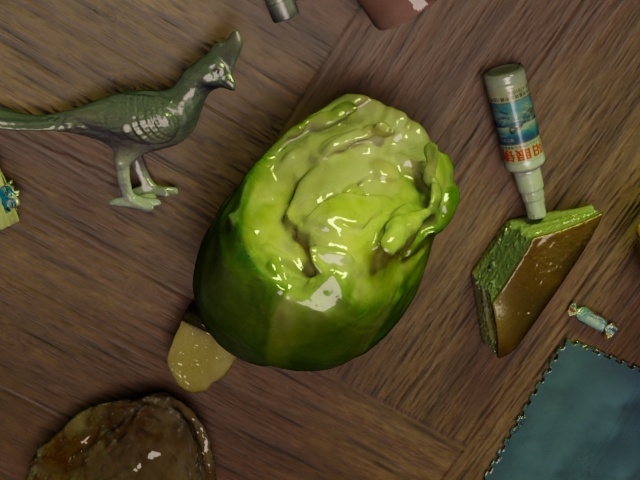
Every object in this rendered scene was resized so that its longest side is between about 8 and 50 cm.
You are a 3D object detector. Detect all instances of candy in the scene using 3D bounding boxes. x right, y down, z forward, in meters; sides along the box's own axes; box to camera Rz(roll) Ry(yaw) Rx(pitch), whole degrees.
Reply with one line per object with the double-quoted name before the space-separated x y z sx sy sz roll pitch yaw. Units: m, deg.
"candy" 0.393 0.118 1.950 0.083 0.020 0.030 26 103 -14

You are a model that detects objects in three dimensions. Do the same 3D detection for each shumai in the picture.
"shumai" -0.271 0.378 1.842 0.267 0.262 0.314 29 103 -16

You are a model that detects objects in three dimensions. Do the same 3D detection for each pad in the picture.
"pad" 0.416 0.302 2.026 0.269 0.012 0.269 25 106 -15

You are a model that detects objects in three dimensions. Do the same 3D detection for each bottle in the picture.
"bottle" 0.272 -0.131 1.827 0.060 0.060 0.217 -17 112 0

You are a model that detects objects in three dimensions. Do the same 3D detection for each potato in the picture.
"potato" -0.167 0.152 1.874 0.096 0.066 0.103 34 108 -2

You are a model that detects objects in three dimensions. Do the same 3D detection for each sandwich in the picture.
"sandwich" 0.285 0.043 1.873 0.096 0.094 0.258 28 103 -20

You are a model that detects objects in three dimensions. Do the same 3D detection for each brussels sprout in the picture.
"brussels sprout" 0.000 0.000 1.723 0.276 0.314 0.371 31 67 9

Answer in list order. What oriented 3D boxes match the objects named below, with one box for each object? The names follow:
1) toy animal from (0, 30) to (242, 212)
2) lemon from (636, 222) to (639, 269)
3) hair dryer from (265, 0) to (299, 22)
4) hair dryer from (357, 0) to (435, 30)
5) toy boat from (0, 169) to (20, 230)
"toy animal" -0.252 -0.135 1.754 0.367 0.081 0.205 -14 115 6
"lemon" 0.541 0.018 1.844 0.257 0.188 0.188 19 107 -17
"hair dryer" -0.019 -0.330 1.734 0.114 0.037 0.063 -23 110 -6
"hair dryer" 0.111 -0.374 1.571 0.125 0.352 0.210 -42 110 -17
"toy boat" -0.453 -0.100 1.752 0.084 0.066 0.210 -24 105 -33
